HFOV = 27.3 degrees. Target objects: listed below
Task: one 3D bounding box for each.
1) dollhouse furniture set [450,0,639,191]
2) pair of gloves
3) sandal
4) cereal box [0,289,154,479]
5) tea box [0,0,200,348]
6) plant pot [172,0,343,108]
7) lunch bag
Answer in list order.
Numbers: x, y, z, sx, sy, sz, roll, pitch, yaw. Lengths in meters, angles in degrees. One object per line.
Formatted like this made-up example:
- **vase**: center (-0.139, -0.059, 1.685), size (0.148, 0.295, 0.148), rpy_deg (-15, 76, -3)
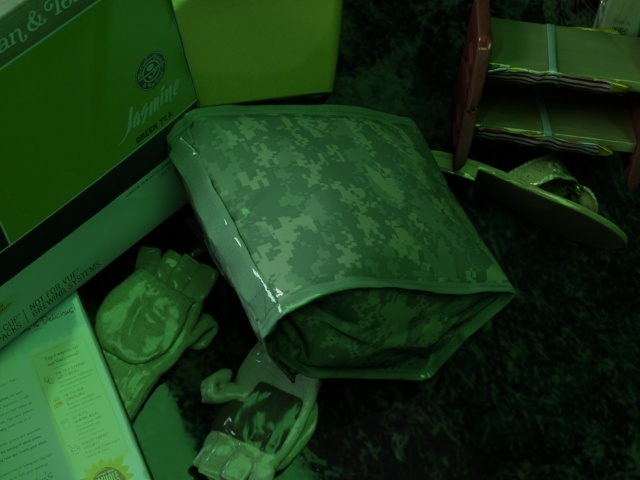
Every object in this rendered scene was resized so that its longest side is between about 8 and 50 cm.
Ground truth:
- **dollhouse furniture set**: center (0.255, -0.234, 1.453), size (0.201, 0.152, 0.374), rpy_deg (8, 40, 0)
- **pair of gloves**: center (-0.110, 0.124, 1.291), size (0.240, 0.042, 0.204), rpy_deg (21, 70, 3)
- **sandal**: center (0.225, -0.069, 1.413), size (0.240, 0.088, 0.079), rpy_deg (19, 71, 2)
- **cereal box**: center (-0.262, 0.182, 1.215), size (0.173, 0.047, 0.240), rpy_deg (-22, 74, -5)
- **tea box**: center (-0.303, -0.116, 1.167), size (0.220, 0.323, 0.329), rpy_deg (35, 62, 30)
- **plant pot**: center (-0.085, -0.214, 1.354), size (0.212, 0.212, 0.187), rpy_deg (-9, 82, -15)
- **lunch bag**: center (0.000, 0.000, 1.220), size (0.287, 0.169, 0.235), rpy_deg (6, 46, -44)
